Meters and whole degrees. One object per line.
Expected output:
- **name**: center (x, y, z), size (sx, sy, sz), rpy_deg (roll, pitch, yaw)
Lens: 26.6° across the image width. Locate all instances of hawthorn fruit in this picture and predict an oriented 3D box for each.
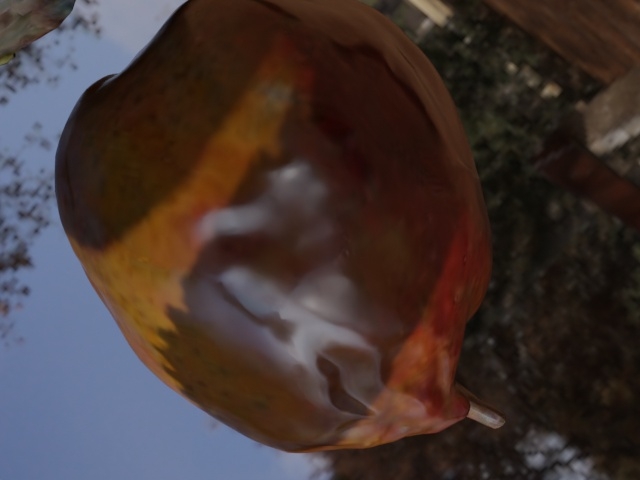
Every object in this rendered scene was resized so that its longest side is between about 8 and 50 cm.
- **hawthorn fruit**: center (0.000, 0.000, 0.656), size (0.248, 0.208, 0.208), rpy_deg (47, -167, 9)

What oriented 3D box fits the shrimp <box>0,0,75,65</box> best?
- **shrimp**: center (-0.072, -0.106, 0.286), size (0.058, 0.296, 0.169), rpy_deg (59, -177, 26)
